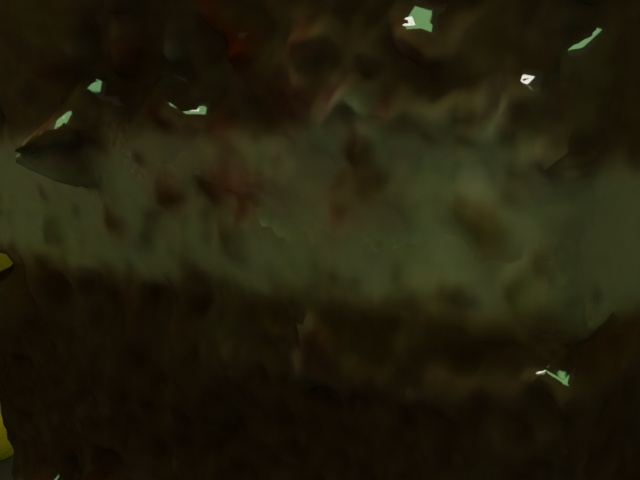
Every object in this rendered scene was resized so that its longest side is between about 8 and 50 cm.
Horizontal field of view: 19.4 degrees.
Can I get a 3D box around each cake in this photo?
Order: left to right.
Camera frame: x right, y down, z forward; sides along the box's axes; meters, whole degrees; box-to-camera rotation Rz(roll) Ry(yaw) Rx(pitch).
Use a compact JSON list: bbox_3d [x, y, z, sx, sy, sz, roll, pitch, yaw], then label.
[{"bbox_3d":[0.062,0.008,0.566,0.282,0.290,0.255,-17,16,-40],"label":"cake"}]

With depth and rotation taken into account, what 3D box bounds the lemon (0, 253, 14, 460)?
[{"bbox_3d":[-0.203,-0.011,0.846,0.253,0.253,0.310,-3,10,7],"label":"lemon"}]
